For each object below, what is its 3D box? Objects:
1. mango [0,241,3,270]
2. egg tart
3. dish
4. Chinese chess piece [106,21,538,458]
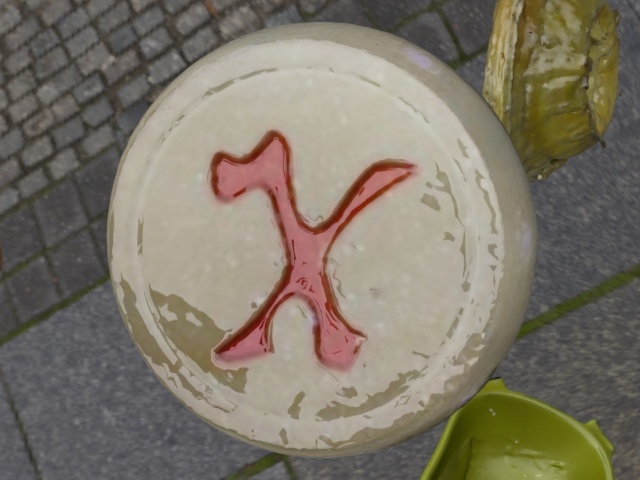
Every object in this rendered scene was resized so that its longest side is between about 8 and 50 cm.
[{"bbox_3d":[-0.292,0.008,0.836,0.080,0.114,0.060,-16,73,48],"label":"mango"},{"bbox_3d":[0.272,-0.202,1.292,0.115,0.290,0.290,6,87,25],"label":"egg tart"},{"bbox_3d":[0.191,0.290,1.188,0.221,0.108,0.262,25,53,-3],"label":"dish"},{"bbox_3d":[0.000,0.000,0.890,0.338,0.140,0.338,2,97,14],"label":"Chinese chess piece"}]
